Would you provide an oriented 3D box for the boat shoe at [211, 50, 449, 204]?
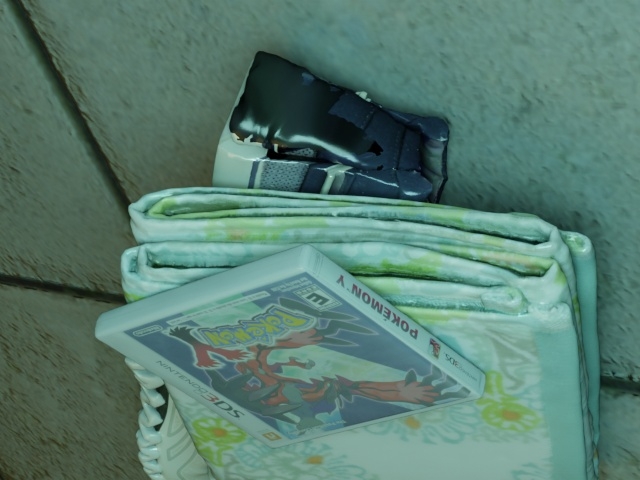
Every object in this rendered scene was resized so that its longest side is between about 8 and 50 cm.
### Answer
[{"bbox_3d":[0.000,0.000,1.339,0.158,0.127,0.340,18,153,4],"label":"boat shoe"}]

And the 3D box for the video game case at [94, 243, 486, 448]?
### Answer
[{"bbox_3d":[-0.022,0.078,1.197,0.201,0.023,0.183,-19,137,39],"label":"video game case"}]

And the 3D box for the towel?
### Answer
[{"bbox_3d":[0.044,0.093,1.305,0.320,0.090,0.374,4,147,13],"label":"towel"}]

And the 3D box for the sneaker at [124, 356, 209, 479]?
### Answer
[{"bbox_3d":[-0.105,0.152,1.640,0.118,0.110,0.292,15,142,17],"label":"sneaker"}]
